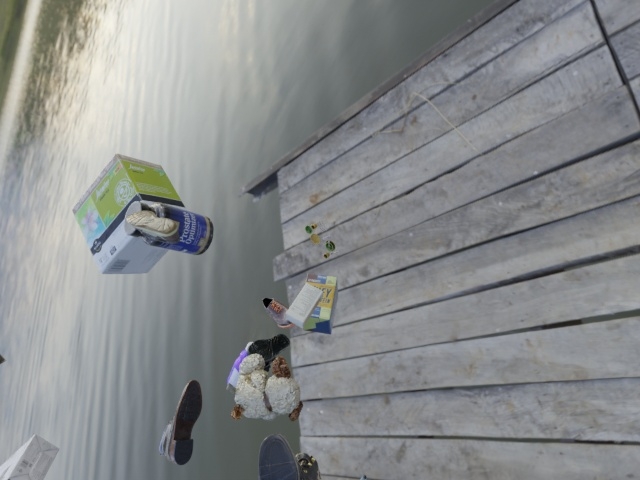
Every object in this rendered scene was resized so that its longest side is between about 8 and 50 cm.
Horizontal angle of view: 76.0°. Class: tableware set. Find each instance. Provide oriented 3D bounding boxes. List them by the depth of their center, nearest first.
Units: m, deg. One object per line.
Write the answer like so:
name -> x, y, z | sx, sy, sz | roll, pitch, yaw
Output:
tableware set -> 0.000, 0.000, 1.623 | 0.104, 0.024, 0.154 | -21, 101, 43

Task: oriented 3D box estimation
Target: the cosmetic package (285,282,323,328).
cosmetic package -> -0.045, 0.185, 1.170 | 0.060, 0.115, 0.041 | 27, 148, 16

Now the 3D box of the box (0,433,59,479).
box -> -0.909, 0.721, 1.162 | 0.290, 0.087, 0.169 | -42, 20, 2

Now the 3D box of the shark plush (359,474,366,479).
shark plush -> 0.108, 0.772, 1.229 | 0.161, 0.067, 0.073 | -42, 82, 28

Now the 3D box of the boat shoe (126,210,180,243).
boat shoe -> -0.357, -0.024, 0.872 | 0.152, 0.056, 0.049 | 19, 134, 35

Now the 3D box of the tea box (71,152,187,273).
tea box -> -0.730, -0.094, 1.590 | 0.329, 0.220, 0.323 | -42, 69, 18

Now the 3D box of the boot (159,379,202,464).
boot -> -0.410, 0.515, 1.177 | 0.106, 0.082, 0.219 | -15, 58, 37

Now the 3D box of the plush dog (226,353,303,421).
plush dog -> -0.178, 0.539, 1.438 | 0.225, 0.210, 0.262 | -18, 96, 18

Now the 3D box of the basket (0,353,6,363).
basket -> -1.110, 0.319, 1.220 | 0.227, 0.204, 0.154 | 64, 158, -8

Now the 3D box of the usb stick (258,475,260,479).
usb stick -> -0.156, 1.083, 1.762 | 0.278, 0.077, 0.045 | 22, 126, 36

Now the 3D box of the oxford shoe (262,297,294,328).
oxford shoe -> -0.198, 0.335, 1.921 | 0.097, 0.098, 0.271 | -49, 29, -20

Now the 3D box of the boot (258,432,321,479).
boot -> -0.096, 0.853, 1.486 | 0.138, 0.284, 0.377 | -23, 83, 6

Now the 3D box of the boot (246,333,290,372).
boot -> -0.253, 0.495, 1.683 | 0.094, 0.246, 0.207 | 46, 113, 19

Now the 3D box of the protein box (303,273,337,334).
protein box -> -0.003, 0.288, 1.845 | 0.136, 0.200, 0.201 | 7, 60, 8

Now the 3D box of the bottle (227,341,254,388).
bottle -> -0.367, 0.617, 2.003 | 0.092, 0.118, 0.283 | 44, 123, 31

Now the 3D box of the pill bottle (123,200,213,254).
pill bottle -> -0.424, -0.036, 1.154 | 0.122, 0.219, 0.123 | -12, 71, 38
